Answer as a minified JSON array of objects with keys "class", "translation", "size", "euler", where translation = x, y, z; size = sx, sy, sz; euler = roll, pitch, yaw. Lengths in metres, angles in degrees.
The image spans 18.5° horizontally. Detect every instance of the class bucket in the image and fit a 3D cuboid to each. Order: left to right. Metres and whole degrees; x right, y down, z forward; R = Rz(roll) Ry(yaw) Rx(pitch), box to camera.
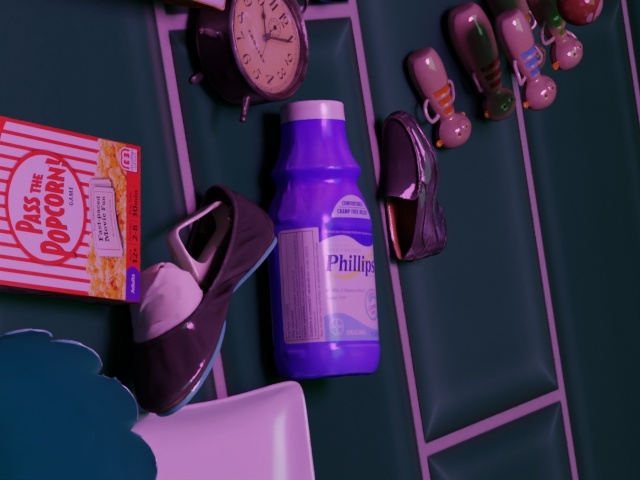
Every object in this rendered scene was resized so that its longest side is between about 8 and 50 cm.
[{"class":"bucket","translation":[-0.276,0.210,1.521],"size":[0.281,0.183,0.281],"euler":[11,76,-53]}]

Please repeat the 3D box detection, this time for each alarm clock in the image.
[{"class":"alarm clock","translation":[-0.062,-0.210,1.985],"size":[0.192,0.064,0.129],"euler":[-48,122,-44]}]

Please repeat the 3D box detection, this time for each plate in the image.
[{"class":"plate","translation":[-0.095,0.287,1.874],"size":[0.278,0.045,0.277],"euler":[-7,89,-54]}]

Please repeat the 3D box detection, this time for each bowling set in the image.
[{"class":"bowling set","translation":[0.248,-0.216,2.309],"size":[0.287,0.200,0.154],"euler":[-49,125,-41]}]

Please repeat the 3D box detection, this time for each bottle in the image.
[{"class":"bottle","translation":[0.000,0.000,2.010],"size":[0.118,0.092,0.283],"euler":[4,81,-55]}]

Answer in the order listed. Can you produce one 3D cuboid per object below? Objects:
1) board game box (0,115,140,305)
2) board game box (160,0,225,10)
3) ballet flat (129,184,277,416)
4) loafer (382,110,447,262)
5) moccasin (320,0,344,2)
[{"class":"board game box","translation":[-0.238,-0.023,1.727],"size":[0.193,0.045,0.146],"euler":[9,77,-53]},{"class":"board game box","translation":[-0.150,-0.390,1.808],"size":[0.242,0.064,0.316],"euler":[11,90,-60]},{"class":"ballet flat","translation":[-0.127,0.045,1.841],"size":[0.096,0.095,0.280],"euler":[53,34,-21]},{"class":"loafer","translation":[0.097,-0.058,2.183],"size":[0.061,0.062,0.170],"euler":[-24,103,-48]},{"class":"moccasin","translation":[-0.020,-0.397,2.027],"size":[0.342,0.117,0.137],"euler":[60,42,-28]}]
